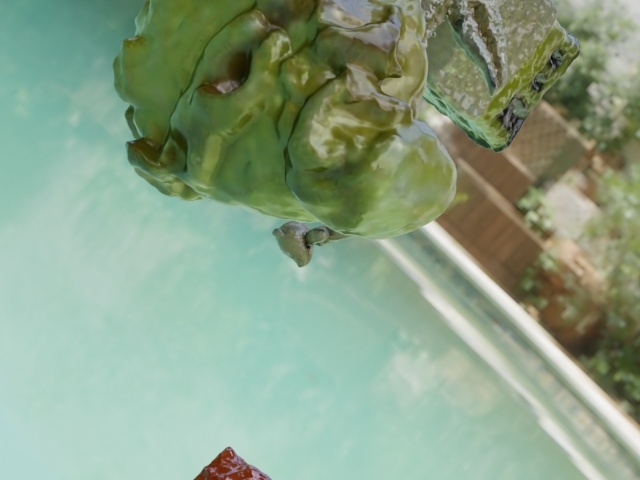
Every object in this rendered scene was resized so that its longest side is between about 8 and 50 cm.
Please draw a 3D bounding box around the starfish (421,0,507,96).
[{"bbox_3d":[0.083,-0.354,1.613,0.324,0.432,0.082,0,0,-21],"label":"starfish"}]

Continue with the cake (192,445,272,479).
[{"bbox_3d":[-0.094,0.446,1.796,0.269,0.270,0.319,34,-25,15],"label":"cake"}]

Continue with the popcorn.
[{"bbox_3d":[-0.024,-0.126,1.130,0.286,0.225,0.174,12,10,41],"label":"popcorn"}]

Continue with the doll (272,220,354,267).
[{"bbox_3d":[-0.002,-0.009,1.582,0.051,0.093,0.061,64,15,7],"label":"doll"}]

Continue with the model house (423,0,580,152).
[{"bbox_3d":[0.196,-0.259,1.937,0.175,0.193,0.234,42,5,32],"label":"model house"}]
